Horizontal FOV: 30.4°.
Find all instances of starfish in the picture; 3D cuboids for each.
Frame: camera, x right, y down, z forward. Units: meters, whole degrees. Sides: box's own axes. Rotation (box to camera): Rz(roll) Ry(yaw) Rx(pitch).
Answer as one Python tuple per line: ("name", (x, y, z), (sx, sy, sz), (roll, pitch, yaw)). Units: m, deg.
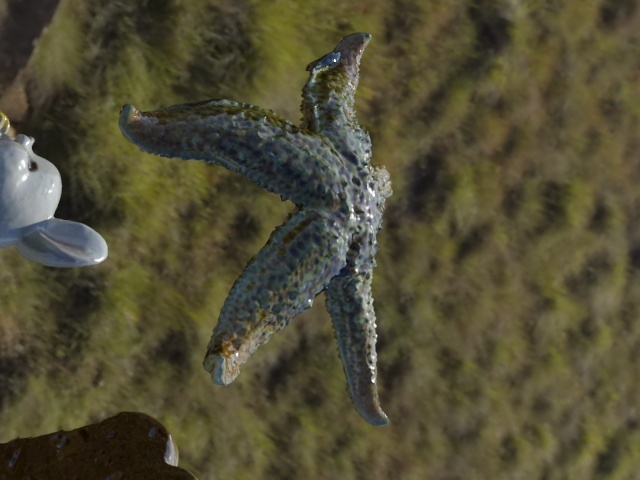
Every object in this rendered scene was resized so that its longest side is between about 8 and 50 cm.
("starfish", (0.000, 0.000, 0.521), (0.208, 0.053, 0.176), (-37, 114, -52))

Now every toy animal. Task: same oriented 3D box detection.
("toy animal", (-0.409, -0.072, 1.402), (0.154, 0.208, 0.325), (-48, 110, -17))

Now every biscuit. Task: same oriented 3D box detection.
("biscuit", (-0.253, 0.248, 1.185), (0.183, 0.320, 0.047), (-73, 162, -46))
